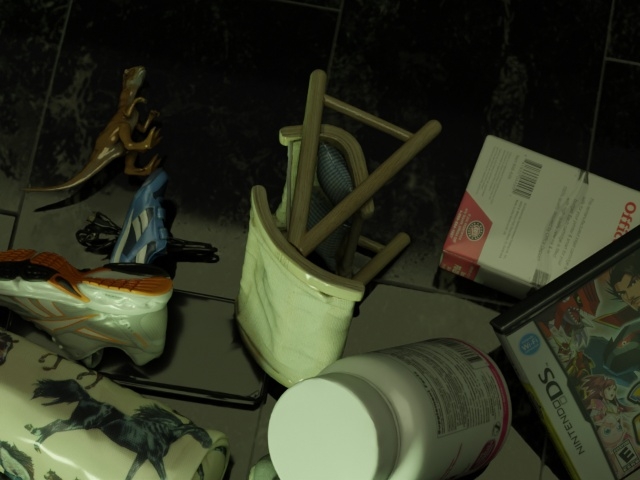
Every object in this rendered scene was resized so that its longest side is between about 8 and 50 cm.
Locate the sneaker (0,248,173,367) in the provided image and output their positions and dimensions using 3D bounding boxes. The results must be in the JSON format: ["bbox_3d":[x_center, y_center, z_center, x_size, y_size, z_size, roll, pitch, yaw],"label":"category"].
[{"bbox_3d":[-0.296,0.086,1.924,0.262,0.099,0.121,8,112,18],"label":"sneaker"}]

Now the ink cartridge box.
[{"bbox_3d":[0.268,-0.007,1.982,0.218,0.092,0.158,21,76,7],"label":"ink cartridge box"}]

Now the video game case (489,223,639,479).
[{"bbox_3d":[0.360,0.124,1.912,0.275,0.035,0.248,-32,110,-8],"label":"video game case"}]

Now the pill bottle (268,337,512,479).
[{"bbox_3d":[0.076,0.196,1.811,0.160,0.283,0.160,2,94,33],"label":"pill bottle"}]

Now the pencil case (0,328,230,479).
[{"bbox_3d":[-0.302,0.217,1.885,0.410,0.183,0.160,24,48,6],"label":"pencil case"}]

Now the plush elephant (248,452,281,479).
[{"bbox_3d":[0.019,0.409,1.792,0.272,0.330,0.255,19,94,-3],"label":"plush elephant"}]

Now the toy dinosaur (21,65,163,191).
[{"bbox_3d":[-0.251,-0.111,2.033,0.112,0.064,0.211,20,65,24],"label":"toy dinosaur"}]

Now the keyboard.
[{"bbox_3d":[-0.205,0.076,1.989,0.317,0.033,0.201,10,76,1],"label":"keyboard"}]

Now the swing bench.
[{"bbox_3d":[0.000,0.000,1.865,0.165,0.253,0.254,24,58,6],"label":"swing bench"}]

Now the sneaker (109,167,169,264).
[{"bbox_3d":[-0.200,-0.013,1.971,0.059,0.053,0.144,18,85,5],"label":"sneaker"}]
